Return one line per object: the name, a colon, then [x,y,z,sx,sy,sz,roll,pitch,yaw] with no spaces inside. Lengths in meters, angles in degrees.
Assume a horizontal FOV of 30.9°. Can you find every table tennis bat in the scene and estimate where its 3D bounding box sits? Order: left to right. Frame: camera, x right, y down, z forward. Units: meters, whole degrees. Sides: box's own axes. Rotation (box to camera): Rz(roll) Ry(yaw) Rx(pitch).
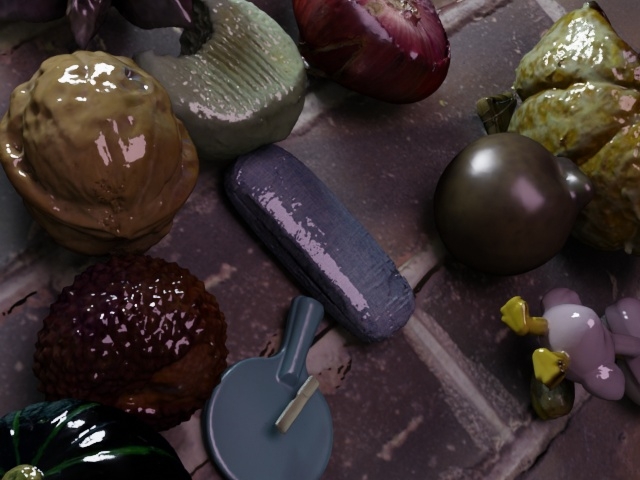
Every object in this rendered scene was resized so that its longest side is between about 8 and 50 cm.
table tennis bat: [-0.043,0.165,1.259,0.153,0.040,0.244,30,54,-18]

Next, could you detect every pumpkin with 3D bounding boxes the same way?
pumpkin: [-0.214,0.272,0.985,0.248,0.248,0.248,16,55,-24]

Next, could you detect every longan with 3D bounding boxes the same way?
longan: [0.245,-0.049,1.473,0.159,0.204,0.185,35,46,-71]

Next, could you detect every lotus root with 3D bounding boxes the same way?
lotus root: [0.291,0.180,1.454,0.049,0.054,0.099,36,43,-28]

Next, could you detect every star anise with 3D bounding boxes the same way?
star anise: [-0.250,-0.329,1.320,0.331,0.118,0.332,3,48,-3]

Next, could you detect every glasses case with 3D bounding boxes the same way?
glasses case: [0.000,0.000,1.366,0.282,0.067,0.109,46,44,3]

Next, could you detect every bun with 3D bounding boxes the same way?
bun: [-0.124,-0.181,1.351,0.212,0.126,0.204,-21,68,-29]

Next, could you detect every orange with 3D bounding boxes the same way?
orange: [0.382,-0.118,1.580,0.210,0.271,0.369,-35,83,1]

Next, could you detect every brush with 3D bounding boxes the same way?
brush: [-0.026,0.176,1.239,0.016,0.013,0.083,51,46,-12]

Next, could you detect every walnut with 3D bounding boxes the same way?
walnut: [-0.226,-0.089,1.178,0.198,0.198,0.245,3,42,-31]

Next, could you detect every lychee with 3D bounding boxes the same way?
lychee: [-0.184,0.094,1.125,0.188,0.188,0.188,16,55,-24]

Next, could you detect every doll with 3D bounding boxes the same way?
doll: [0.368,0.134,1.466,0.365,0.094,0.160,15,41,-50]

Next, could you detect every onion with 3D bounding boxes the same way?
onion: [0.061,-0.282,1.517,0.248,0.161,0.248,19,58,-34]

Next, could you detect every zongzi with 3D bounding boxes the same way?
zongzi: [0.264,-0.170,1.662,0.076,0.040,0.083,-18,85,-46]
